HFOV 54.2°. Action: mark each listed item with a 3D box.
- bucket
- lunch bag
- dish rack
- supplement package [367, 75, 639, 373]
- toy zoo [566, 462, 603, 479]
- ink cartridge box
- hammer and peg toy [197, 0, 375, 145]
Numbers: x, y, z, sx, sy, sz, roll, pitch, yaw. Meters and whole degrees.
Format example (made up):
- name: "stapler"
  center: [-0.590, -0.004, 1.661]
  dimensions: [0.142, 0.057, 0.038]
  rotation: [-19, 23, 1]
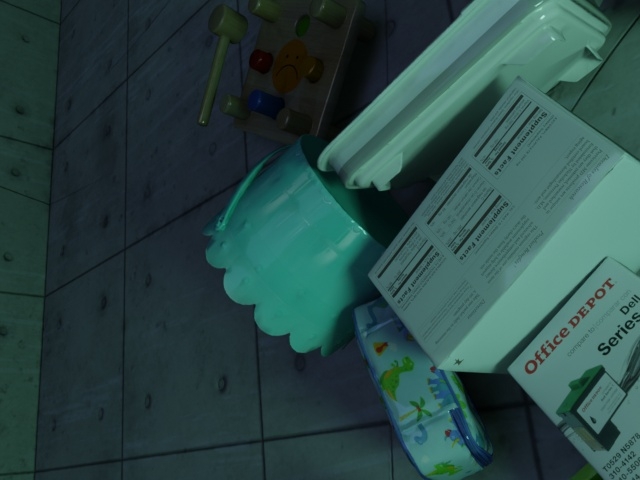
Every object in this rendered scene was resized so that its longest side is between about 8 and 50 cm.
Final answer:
- name: "bucket"
  center: [0.000, 0.000, 0.864]
  dimensions: [0.183, 0.281, 0.281]
  rotation: [-44, 51, 19]
- name: "lunch bag"
  center: [0.124, 0.175, 0.757]
  dimensions: [0.090, 0.176, 0.219]
  rotation: [-27, 55, 7]
- name: "dish rack"
  center: [0.179, -0.161, 0.722]
  dimensions: [0.333, 0.285, 0.072]
  rotation: [-40, 74, 33]
- name: "supplement package"
  center: [0.222, 0.002, 0.669]
  dimensions: [0.262, 0.204, 0.145]
  rotation: [-55, 46, 22]
- name: "toy zoo"
  center: [0.377, 0.210, 0.545]
  dimensions: [0.293, 0.030, 0.192]
  rotation: [-50, 39, 17]
- name: "ink cartridge box"
  center: [0.303, 0.143, 0.569]
  dimensions: [0.160, 0.092, 0.219]
  rotation: [-53, 38, 13]
- name: "hammer and peg toy"
  center: [-0.080, -0.305, 1.124]
  dimensions: [0.361, 0.127, 0.266]
  rotation: [24, 100, 47]
